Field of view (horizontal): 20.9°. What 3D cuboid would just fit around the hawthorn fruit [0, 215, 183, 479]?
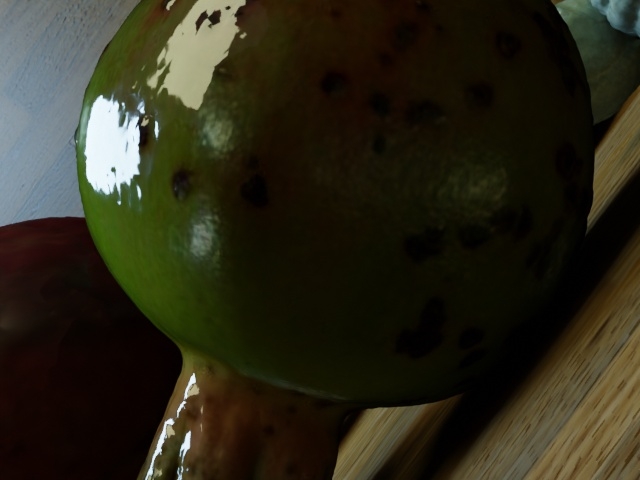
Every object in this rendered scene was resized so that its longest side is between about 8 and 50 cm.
[{"bbox_3d":[-0.102,0.089,0.618,0.261,0.224,0.224,-38,1,9],"label":"hawthorn fruit"}]

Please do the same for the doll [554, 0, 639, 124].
[{"bbox_3d":[0.133,-0.124,0.565,0.103,0.071,0.214,-34,-24,-48],"label":"doll"}]

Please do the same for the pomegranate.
[{"bbox_3d":[0.000,0.000,0.507,0.159,0.159,0.205,100,-172,-87],"label":"pomegranate"}]
